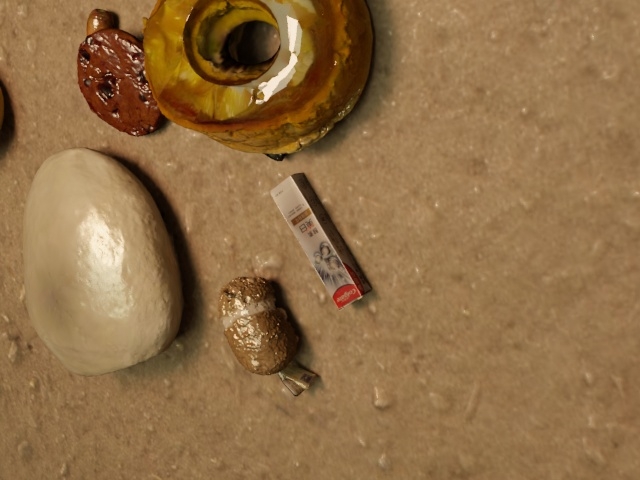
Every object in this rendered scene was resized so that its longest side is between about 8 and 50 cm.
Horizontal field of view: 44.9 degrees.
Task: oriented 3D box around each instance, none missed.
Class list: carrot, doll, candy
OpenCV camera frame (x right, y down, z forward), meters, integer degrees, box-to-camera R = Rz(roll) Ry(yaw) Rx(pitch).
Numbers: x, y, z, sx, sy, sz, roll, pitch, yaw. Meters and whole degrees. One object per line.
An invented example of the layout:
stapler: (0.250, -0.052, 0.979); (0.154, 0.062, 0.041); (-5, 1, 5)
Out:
carrot: (-0.396, -0.314, 1.369); (0.047, 0.047, 0.191); (28, 119, 24)
doll: (-0.096, 0.162, 1.275); (0.105, 0.115, 0.221); (-23, 96, 25)
candy: (-0.423, 0.044, 1.410); (0.386, 0.186, 0.426); (0, 99, 37)

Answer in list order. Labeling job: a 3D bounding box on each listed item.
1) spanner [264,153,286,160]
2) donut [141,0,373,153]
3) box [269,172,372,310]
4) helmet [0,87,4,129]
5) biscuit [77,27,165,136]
spanner: (-0.166, -0.243, 1.241); (0.325, 0.040, 0.095); (47, 122, 15)
donut: (-0.099, -0.281, 1.098); (0.330, 0.160, 0.329); (0, 90, 21)
box: (0.000, 0.000, 1.201); (0.055, 0.040, 0.218); (-35, 84, 33)
helmet: (-0.698, -0.269, 1.521); (0.205, 0.140, 0.256); (174, 89, -66)
biscuit: (-0.336, -0.264, 1.313); (0.192, 0.049, 0.192); (16, 132, 19)
